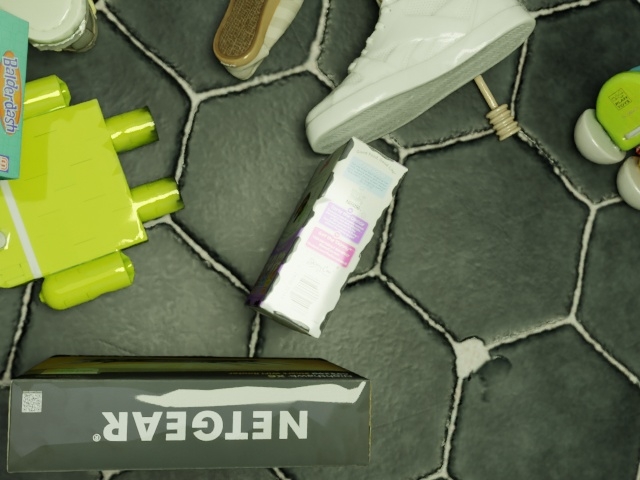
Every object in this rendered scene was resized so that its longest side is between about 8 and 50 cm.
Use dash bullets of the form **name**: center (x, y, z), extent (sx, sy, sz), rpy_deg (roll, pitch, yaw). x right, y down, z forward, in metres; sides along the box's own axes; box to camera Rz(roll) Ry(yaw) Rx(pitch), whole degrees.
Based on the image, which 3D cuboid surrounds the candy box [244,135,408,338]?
- **candy box**: center (0.000, 0.000, 0.869), extent (0.070, 0.165, 0.196), rpy_deg (29, 82, -8)

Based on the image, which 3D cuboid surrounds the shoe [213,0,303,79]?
- **shoe**: center (-0.060, -0.287, 0.937), extent (0.077, 0.058, 0.219), rpy_deg (20, 77, 22)

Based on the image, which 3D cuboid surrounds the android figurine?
- **android figurine**: center (-0.297, -0.049, 0.876), extent (0.273, 0.056, 0.248), rpy_deg (-18, 90, -12)

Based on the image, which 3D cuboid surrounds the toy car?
- **toy car**: center (0.416, -0.139, 0.978), extent (0.182, 0.159, 0.136), rpy_deg (46, 46, -4)

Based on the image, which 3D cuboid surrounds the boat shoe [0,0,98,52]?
- **boat shoe**: center (-0.360, -0.312, 0.859), extent (0.305, 0.091, 0.109), rpy_deg (43, 90, 5)

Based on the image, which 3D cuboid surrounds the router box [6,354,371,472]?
- **router box**: center (-0.126, 0.162, 0.798), extent (0.309, 0.243, 0.080), rpy_deg (2, 86, -11)

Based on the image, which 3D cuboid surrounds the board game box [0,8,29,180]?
- **board game box**: center (-0.391, -0.137, 0.810), extent (0.210, 0.047, 0.160), rpy_deg (0, 84, 26)

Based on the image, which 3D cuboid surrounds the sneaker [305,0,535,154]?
- **sneaker**: center (0.080, -0.234, 0.943), extent (0.293, 0.108, 0.169), rpy_deg (-32, 76, -4)

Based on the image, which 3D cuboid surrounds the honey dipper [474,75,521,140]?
- **honey dipper**: center (0.192, -0.197, 0.988), extent (0.031, 0.030, 0.160), rpy_deg (-31, 89, -11)
